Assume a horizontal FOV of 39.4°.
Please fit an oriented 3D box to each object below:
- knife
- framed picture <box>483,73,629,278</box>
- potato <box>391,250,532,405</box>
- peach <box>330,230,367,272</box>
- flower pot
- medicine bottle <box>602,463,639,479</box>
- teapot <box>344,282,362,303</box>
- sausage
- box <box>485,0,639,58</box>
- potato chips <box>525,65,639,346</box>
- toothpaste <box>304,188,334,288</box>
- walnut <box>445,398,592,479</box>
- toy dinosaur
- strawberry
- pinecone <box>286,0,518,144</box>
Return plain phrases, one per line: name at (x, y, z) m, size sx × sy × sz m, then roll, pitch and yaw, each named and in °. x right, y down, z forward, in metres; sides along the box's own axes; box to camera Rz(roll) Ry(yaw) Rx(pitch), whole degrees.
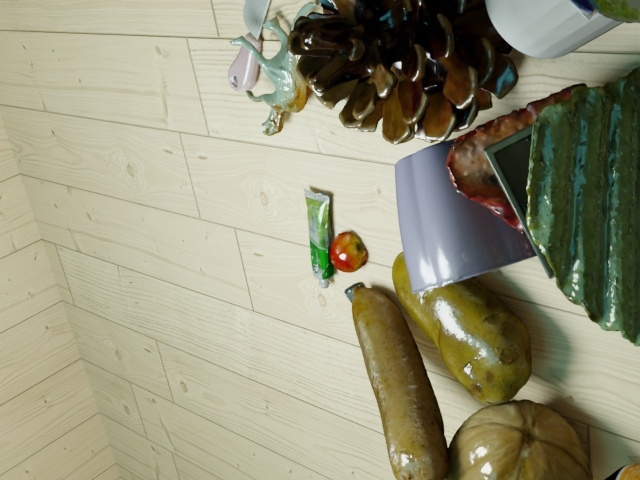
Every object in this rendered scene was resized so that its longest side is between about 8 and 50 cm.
knife at (-0.139, -0.465, 1.911) m, size 0.081 × 0.043 × 0.336 m, roll 45°, pitch 134°, yaw 27°
framed picture at (0.437, -0.108, 1.349) m, size 0.315 × 0.024 × 0.232 m, roll -27°, pitch 97°, yaw 8°
potato at (0.277, 0.154, 1.778) m, size 0.176 × 0.195 × 0.369 m, roll -43°, pitch 68°, yaw 8°
peach at (0.053, 0.032, 2.000) m, size 0.098 × 0.061 × 0.098 m, roll 22°, pitch 132°, yaw 28°
flower pot at (0.248, -0.052, 1.596) m, size 0.265 × 0.265 × 0.243 m, roll -27°, pitch 82°, yaw 52°
medicine bottle at (0.679, 0.476, 1.491) m, size 0.395 × 0.242 × 0.242 m, roll -23°, pitch 97°, yaw 40°
teapot at (0.098, 0.153, 2.051) m, size 0.043 × 0.043 × 0.110 m, roll -21°, pitch 102°, yaw 51°
sausage at (0.163, 0.298, 1.866) m, size 0.123 × 0.136 × 0.500 m, roll -44°, pitch 40°, yaw 29°
box at (0.336, -0.370, 1.259) m, size 0.206 × 0.291 × 0.262 m, roll 143°, pitch 118°, yaw -66°
potato chips at (0.481, -0.043, 1.301) m, size 0.359 × 0.070 × 0.429 m, roll -3°, pitch 98°, yaw 10°
toothpaste at (0.000, 0.000, 2.052) m, size 0.078 × 0.047 × 0.247 m, roll 19°, pitch 125°, yaw 37°
walnut at (0.387, 0.466, 1.767) m, size 0.313 × 0.277 × 0.252 m, roll 94°, pitch 167°, yaw -45°
toy dinosaur at (-0.075, -0.377, 1.841) m, size 0.205 × 0.092 × 0.393 m, roll 54°, pitch 141°, yaw 3°
strawberry at (0.362, -0.101, 1.442) m, size 0.280 × 0.150 × 0.253 m, roll -22°, pitch 97°, yaw 10°
pinecone at (0.119, -0.322, 1.438) m, size 0.384 × 0.384 × 0.384 m, roll 27°, pitch 132°, yaw 34°
